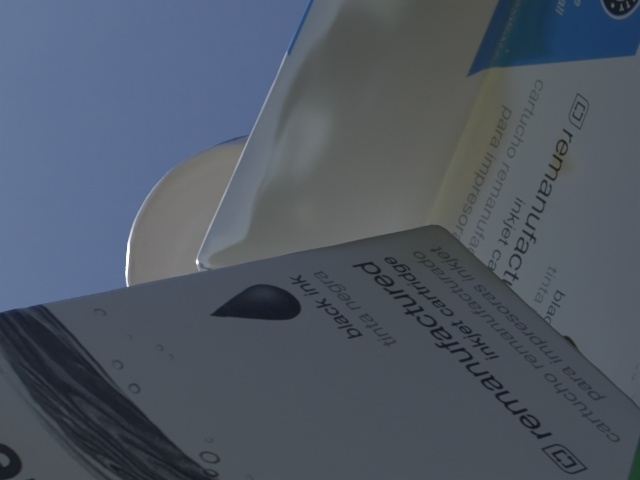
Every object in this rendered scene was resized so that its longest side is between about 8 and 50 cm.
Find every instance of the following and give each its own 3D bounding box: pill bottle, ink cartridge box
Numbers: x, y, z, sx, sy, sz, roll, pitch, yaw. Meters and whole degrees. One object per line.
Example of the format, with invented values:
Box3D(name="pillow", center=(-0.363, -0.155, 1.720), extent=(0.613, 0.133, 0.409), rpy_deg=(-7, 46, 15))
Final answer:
Box3D(name="pill bottle", center=(0.000, 0.000, 1.247), extent=(0.204, 0.361, 0.204), rpy_deg=(3, -79, 17))
Box3D(name="ink cartridge box", center=(0.127, -0.019, 0.697), extent=(0.129, 0.307, 0.223), rpy_deg=(12, -104, 48))
Box3D(name="ink cartridge box", center=(-0.022, 0.120, 0.381), extent=(0.211, 0.289, 0.121), rpy_deg=(45, -52, 32))
